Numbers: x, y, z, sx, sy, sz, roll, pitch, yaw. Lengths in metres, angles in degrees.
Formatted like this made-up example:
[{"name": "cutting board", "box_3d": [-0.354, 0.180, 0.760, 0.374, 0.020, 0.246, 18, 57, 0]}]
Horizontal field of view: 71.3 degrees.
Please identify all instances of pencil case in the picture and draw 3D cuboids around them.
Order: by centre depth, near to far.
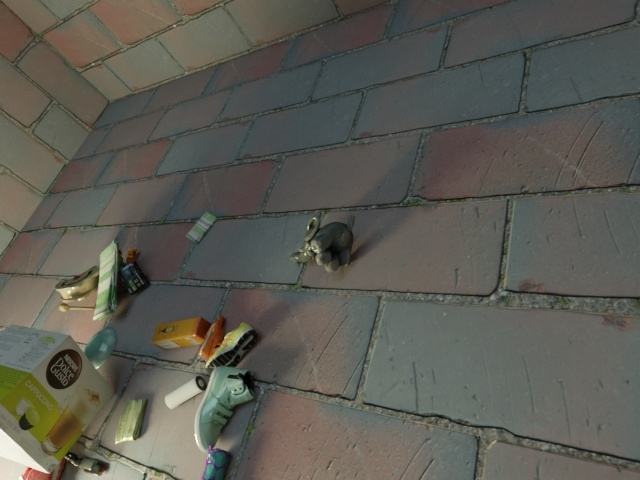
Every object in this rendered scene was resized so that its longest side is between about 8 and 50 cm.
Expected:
[{"name": "pencil case", "box_3d": [-0.313, 0.672, 1.266, 0.064, 0.070, 0.152, -28, 38, 50]}]

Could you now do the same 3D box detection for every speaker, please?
[{"name": "speaker", "box_3d": [-0.456, 0.512, 1.503, 0.136, 0.055, 0.055, -33, 44, 10]}]

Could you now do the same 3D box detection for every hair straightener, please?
[{"name": "hair straightener", "box_3d": [-0.847, 0.765, 1.565, 0.230, 0.089, 0.047, -3, 38, 37]}]

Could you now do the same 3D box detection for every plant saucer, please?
[{"name": "plant saucer", "box_3d": [-0.963, 0.459, 1.921, 0.194, 0.037, 0.195, -20, 47, 23]}]

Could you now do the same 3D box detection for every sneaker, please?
[{"name": "sneaker", "box_3d": [-0.285, 0.508, 1.358, 0.150, 0.094, 0.256, -9, 54, 27]}, {"name": "sneaker", "box_3d": [-0.304, 0.361, 1.505, 0.208, 0.081, 0.094, -41, 35, -7]}, {"name": "sneaker", "box_3d": [-0.992, 0.868, 1.551, 0.115, 0.136, 0.314, -35, 44, 10]}, {"name": "sneaker", "box_3d": [-0.376, 0.345, 1.582, 0.064, 0.067, 0.175, -51, 16, 43]}]

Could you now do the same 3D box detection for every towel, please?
[{"name": "towel", "box_3d": [-0.675, 0.639, 1.581, 0.109, 0.027, 0.148, -21, 48, 23]}, {"name": "towel", "box_3d": [-0.980, 0.185, 2.036, 0.247, 0.038, 0.325, -25, 63, 45]}, {"name": "towel", "box_3d": [-0.547, -0.062, 2.037, 0.113, 0.023, 0.152, 25, 74, 44]}]

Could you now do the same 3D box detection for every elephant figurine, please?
[{"name": "elephant figurine", "box_3d": [0.000, 0.000, 1.518, 0.185, 0.170, 0.239, -22, 22, -19]}]

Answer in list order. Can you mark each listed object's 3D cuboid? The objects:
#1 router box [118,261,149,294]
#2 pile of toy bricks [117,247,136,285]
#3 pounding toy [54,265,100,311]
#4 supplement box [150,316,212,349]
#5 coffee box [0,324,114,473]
[{"name": "router box", "box_3d": [-0.844, 0.169, 2.007, 0.092, 0.038, 0.123, -35, 88, 9]}, {"name": "pile of toy bricks", "box_3d": [-0.945, 0.105, 2.104, 0.117, 0.105, 0.213, 3, 53, -5]}, {"name": "pounding toy", "box_3d": [-1.157, 0.253, 2.148, 0.154, 0.155, 0.269, 2, 30, 30]}, {"name": "supplement box", "box_3d": [-0.517, 0.347, 1.661, 0.233, 0.080, 0.078, -13, 50, 26]}, {"name": "coffee box", "box_3d": [-1.035, 0.546, 1.587, 0.337, 0.338, 0.334, 2, 36, 25]}]
